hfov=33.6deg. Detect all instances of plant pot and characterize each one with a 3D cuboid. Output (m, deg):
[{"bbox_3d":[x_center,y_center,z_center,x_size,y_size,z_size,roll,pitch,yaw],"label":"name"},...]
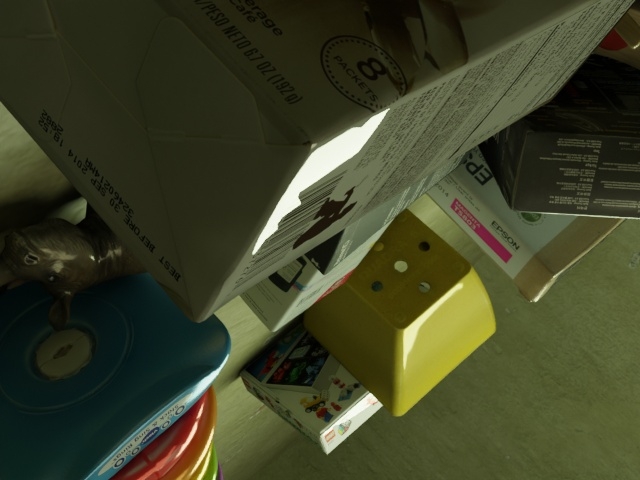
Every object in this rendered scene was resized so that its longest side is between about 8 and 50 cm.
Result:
[{"bbox_3d":[0.113,0.081,1.501,0.212,0.212,0.187,-39,156,-18],"label":"plant pot"}]

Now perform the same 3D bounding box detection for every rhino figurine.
[{"bbox_3d":[-0.110,-0.020,0.665,0.243,0.073,0.106,-34,163,-31],"label":"rhino figurine"}]

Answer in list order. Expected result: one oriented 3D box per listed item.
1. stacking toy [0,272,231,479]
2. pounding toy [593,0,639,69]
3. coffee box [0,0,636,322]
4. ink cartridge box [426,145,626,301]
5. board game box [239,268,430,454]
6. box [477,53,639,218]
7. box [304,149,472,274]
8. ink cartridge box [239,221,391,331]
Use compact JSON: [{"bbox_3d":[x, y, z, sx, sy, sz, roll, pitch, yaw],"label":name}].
[{"bbox_3d":[-0.133,0.166,0.764,0.175,0.166,0.301,-40,142,-22],"label":"stacking toy"},{"bbox_3d":[0.215,-0.173,0.826,0.154,0.270,0.154,-31,-142,56],"label":"pounding toy"},{"bbox_3d":[0.012,-0.115,0.485,0.297,0.168,0.119,-33,165,-43],"label":"coffee box"},{"bbox_3d":[0.218,-0.086,1.119,0.193,0.234,0.088,-40,168,-19],"label":"ink cartridge box"},{"bbox_3d":[0.052,0.169,1.628,0.305,0.193,0.053,-38,135,-22],"label":"board game box"},{"bbox_3d":[0.299,-0.099,0.946,0.242,0.308,0.076,-98,-168,-63],"label":"box"},{"bbox_3d":[0.055,-0.101,0.849,0.184,0.103,0.261,-41,169,-21],"label":"box"},{"bbox_3d":[0.000,0.000,1.107,0.127,0.072,0.175,-32,165,-41],"label":"ink cartridge box"}]
